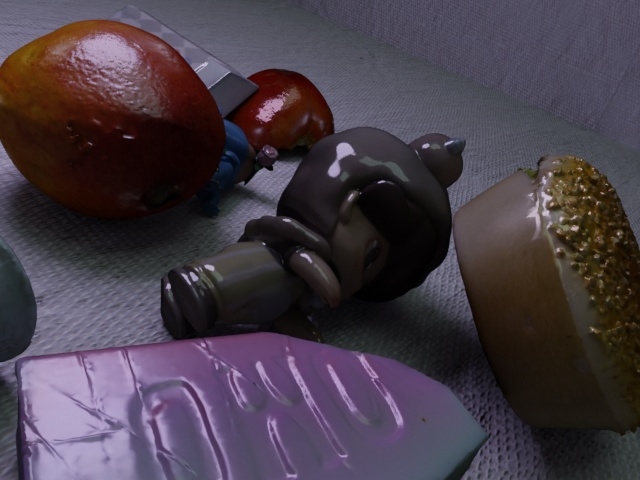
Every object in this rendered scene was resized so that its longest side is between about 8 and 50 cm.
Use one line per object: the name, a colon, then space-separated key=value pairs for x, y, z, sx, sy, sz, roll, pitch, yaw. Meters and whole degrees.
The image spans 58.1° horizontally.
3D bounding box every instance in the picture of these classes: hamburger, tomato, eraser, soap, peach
hamburger: x=0.259 y=0.054 z=0.612 sx=0.302 sy=0.170 sz=0.302 roll=48 pitch=30 yaw=-39
tomato: x=-0.082 y=-0.264 z=1.139 sx=0.233 sy=0.140 sz=0.200 roll=-14 pitch=35 yaw=-44
eraser: x=-0.322 y=-0.337 z=1.131 sx=0.213 sy=0.082 sz=0.397 roll=-42 pitch=55 yaw=-13
soap: x=-0.042 y=0.164 z=0.428 sx=0.323 sy=0.109 sz=0.193 roll=0 pitch=33 yaw=-31
peach: x=-0.260 y=-0.143 z=0.717 sx=0.281 sy=0.238 sz=0.281 roll=25 pitch=21 yaw=-10

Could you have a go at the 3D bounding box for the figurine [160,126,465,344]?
figurine: x=-0.001 y=0.001 z=0.661 sx=0.380 sy=0.248 sz=0.203 roll=-27 pitch=64 yaw=-34

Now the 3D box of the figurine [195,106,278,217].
figurine: x=-0.144 y=-0.110 z=0.878 sx=0.144 sy=0.114 sz=0.178 roll=16 pitch=39 yaw=-18

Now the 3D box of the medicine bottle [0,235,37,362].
medicine bottle: x=-0.311 y=0.059 z=0.420 sx=0.147 sy=0.147 sz=0.143 roll=22 pitch=25 yaw=8
